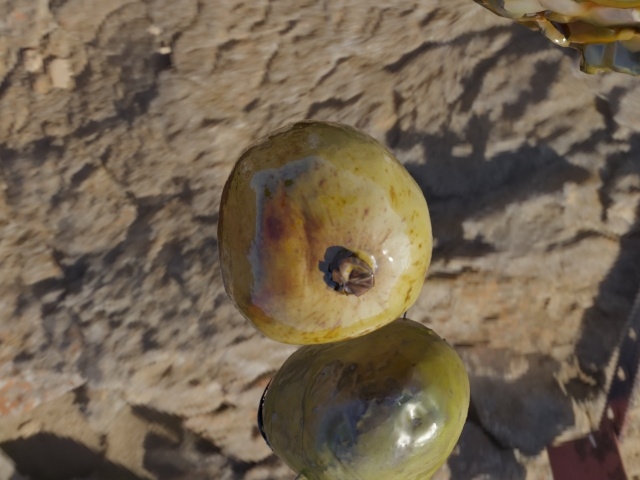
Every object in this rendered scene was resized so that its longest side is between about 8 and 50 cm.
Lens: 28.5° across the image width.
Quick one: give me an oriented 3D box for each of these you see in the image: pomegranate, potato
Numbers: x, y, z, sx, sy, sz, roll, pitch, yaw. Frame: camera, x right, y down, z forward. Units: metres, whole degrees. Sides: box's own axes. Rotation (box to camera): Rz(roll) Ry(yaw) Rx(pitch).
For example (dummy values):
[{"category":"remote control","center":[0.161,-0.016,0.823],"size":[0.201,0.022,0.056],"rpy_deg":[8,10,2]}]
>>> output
[{"category":"pomegranate","center":[0.000,0.000,1.187],"size":[0.215,0.215,0.215],"rpy_deg":[1,101,7]},{"category":"potato","center":[0.056,0.180,1.344],"size":[0.229,0.266,0.229],"rpy_deg":[3,72,-10]}]

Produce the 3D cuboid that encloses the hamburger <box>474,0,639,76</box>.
[{"category":"hamburger","center":[0.123,-0.208,0.301],"size":[0.330,0.250,0.330],"rpy_deg":[-11,138,-10]}]
